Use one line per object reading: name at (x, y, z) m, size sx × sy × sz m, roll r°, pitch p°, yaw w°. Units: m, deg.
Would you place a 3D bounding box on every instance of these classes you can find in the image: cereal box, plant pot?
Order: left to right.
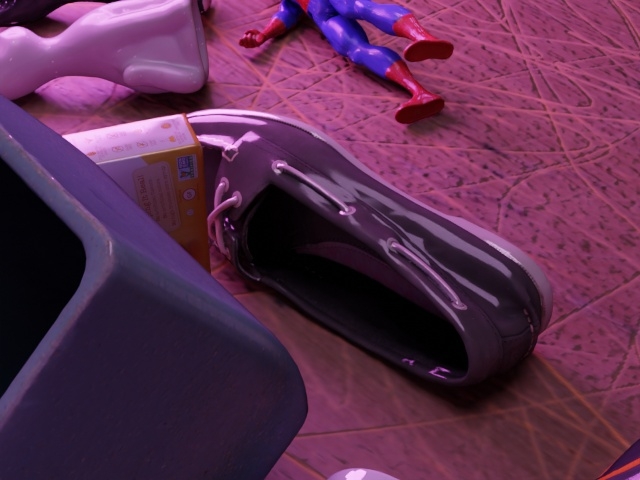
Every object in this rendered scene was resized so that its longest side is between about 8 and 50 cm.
cereal box at (-0.193, 0.018, 1.056) m, size 0.240 × 0.173 × 0.047 m, roll -13°, pitch 40°, yaw -14°
plant pot at (-0.153, 0.082, 0.889) m, size 0.252 × 0.248 × 0.247 m, roll 28°, pitch 10°, yaw -48°

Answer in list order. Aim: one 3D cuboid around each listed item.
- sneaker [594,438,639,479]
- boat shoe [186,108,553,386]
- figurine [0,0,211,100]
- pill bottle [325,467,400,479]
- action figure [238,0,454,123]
sneaker at (0.236, 0.185, 0.840) m, size 0.180 × 0.124 × 0.321 m, roll -29°, pitch 14°, yaw -20°
boat shoe at (0.000, 0.000, 1.127) m, size 0.335 × 0.112 × 0.095 m, roll 25°, pitch 40°, yaw 25°
figurine at (-0.206, -0.194, 1.418) m, size 0.210 × 0.092 × 0.215 m, roll -8°, pitch 38°, yaw 4°
pill bottle at (-0.008, 0.211, 0.851) m, size 0.112 × 0.112 × 0.186 m, roll 17°, pitch 41°, yaw 22°
action figure at (-0.018, -0.199, 1.401) m, size 0.139 × 0.091 × 0.280 m, roll -11°, pitch 38°, yaw -27°
